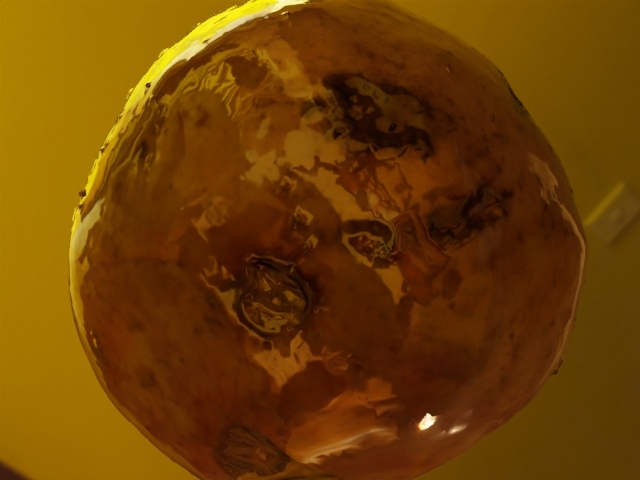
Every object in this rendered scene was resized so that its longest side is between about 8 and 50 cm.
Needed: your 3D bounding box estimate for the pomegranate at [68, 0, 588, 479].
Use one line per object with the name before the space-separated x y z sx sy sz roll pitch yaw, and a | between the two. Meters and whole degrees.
pomegranate | 0.000 0.000 0.510 0.281 0.281 0.281 40 7 -6
